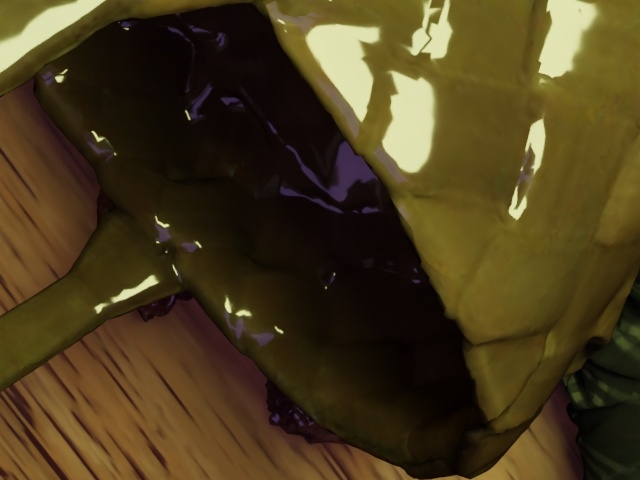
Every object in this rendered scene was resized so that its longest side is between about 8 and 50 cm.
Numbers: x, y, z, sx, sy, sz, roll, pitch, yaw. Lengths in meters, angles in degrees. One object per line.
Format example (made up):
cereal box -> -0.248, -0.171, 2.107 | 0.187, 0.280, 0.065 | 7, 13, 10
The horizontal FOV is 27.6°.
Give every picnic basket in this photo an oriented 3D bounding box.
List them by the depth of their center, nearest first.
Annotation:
picnic basket -> -0.071, -0.030, 0.467 | 0.337, 0.293, 0.337 | 3, 69, -8

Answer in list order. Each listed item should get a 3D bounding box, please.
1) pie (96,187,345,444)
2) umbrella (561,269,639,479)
pie -> 0.000, 0.000, 0.666 | 0.204, 0.054, 0.219 | -35, 99, 16
umbrella -> 0.185, 0.041, 0.627 | 0.154, 0.128, 0.337 | -1, 114, 23
